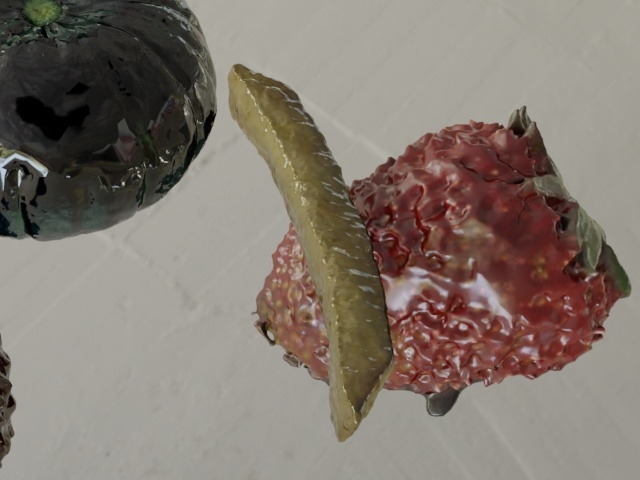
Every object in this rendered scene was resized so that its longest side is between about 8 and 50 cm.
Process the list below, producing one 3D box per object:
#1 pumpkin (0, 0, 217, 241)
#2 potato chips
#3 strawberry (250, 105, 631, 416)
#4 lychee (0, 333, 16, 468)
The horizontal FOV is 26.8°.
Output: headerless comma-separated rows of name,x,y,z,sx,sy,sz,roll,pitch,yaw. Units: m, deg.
pumpkin,-0.160,-0.089,0.796,0.202,0.140,0.202,3,-132,-3
potato chips,0.000,0.000,1.047,0.080,0.057,0.407,4,-140,-21
strawberry,0.093,0.035,1.127,0.306,0.138,0.233,-29,-96,1
lychee,-0.324,0.113,0.847,0.264,0.264,0.300,-10,-94,-34
